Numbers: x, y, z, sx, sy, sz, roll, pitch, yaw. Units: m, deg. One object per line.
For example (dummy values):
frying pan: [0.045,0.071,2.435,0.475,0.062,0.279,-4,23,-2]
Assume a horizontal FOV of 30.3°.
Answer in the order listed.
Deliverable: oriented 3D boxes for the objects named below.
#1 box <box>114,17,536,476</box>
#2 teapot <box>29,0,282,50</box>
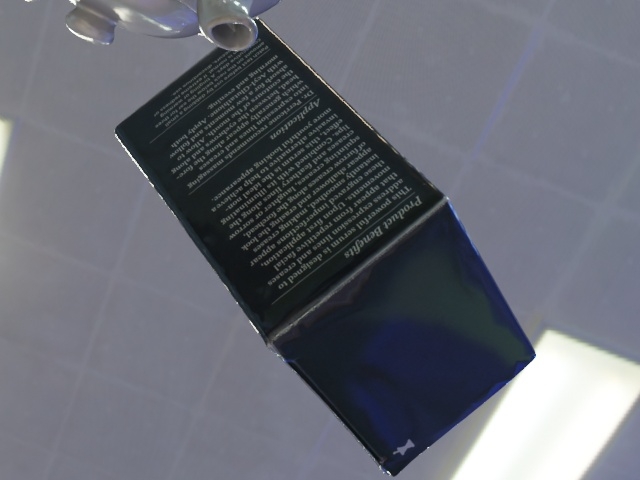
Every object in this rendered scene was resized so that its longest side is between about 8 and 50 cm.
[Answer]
box: [0.000,0.000,1.266,0.212,0.395,0.293,-38,-43,-2]
teapot: [-0.115,-0.216,0.773,0.252,0.256,0.187,27,-91,4]
